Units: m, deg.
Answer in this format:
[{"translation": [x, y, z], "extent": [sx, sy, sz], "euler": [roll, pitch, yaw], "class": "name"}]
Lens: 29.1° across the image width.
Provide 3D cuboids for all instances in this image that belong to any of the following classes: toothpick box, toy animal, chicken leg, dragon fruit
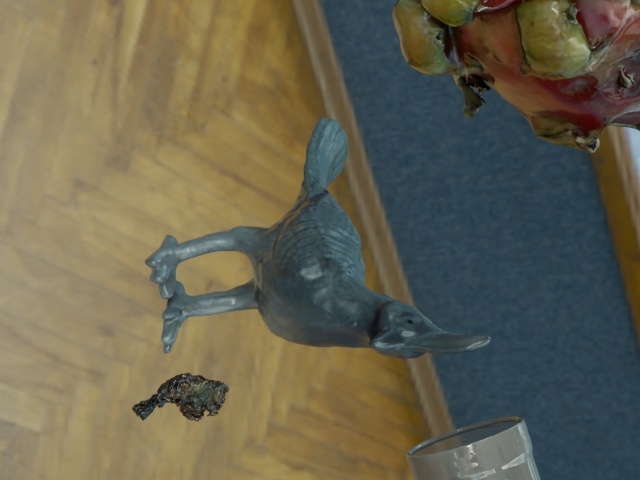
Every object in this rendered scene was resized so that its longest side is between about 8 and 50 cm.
[{"translation": [0.134, 0.221, 0.954], "extent": [0.098, 0.098, 0.149], "euler": [-14, 86, -51], "class": "toothpick box"}, {"translation": [-0.030, 0.017, 0.932], "extent": [0.367, 0.206, 0.081], "euler": [-117, -167, -60], "class": "toy animal"}, {"translation": [-0.089, 0.103, 0.821], "extent": [0.036, 0.021, 0.083], "euler": [-54, 150, 16], "class": "chicken leg"}, {"translation": [0.166, -0.184, 0.782], "extent": [0.291, 0.250, 0.269], "euler": [-21, 122, -50], "class": "dragon fruit"}]
